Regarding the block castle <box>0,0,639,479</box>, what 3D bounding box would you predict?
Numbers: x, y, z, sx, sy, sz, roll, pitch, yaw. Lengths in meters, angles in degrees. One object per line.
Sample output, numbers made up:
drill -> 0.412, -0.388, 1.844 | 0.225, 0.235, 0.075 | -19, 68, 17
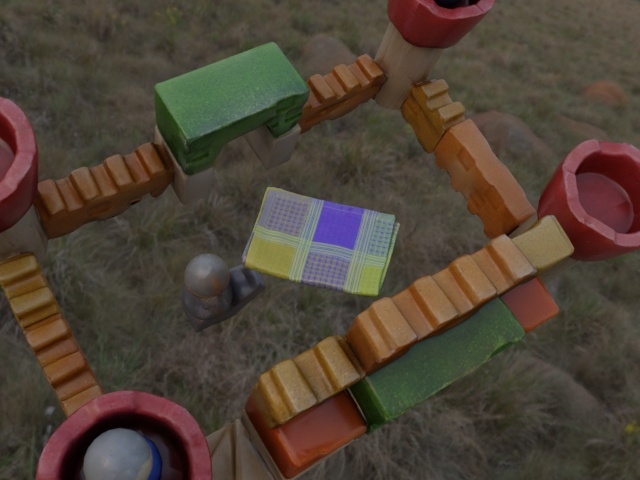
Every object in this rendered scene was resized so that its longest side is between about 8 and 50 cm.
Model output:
block castle -> -0.007, -0.022, 0.459 | 0.454, 0.213, 0.303 | -26, 75, -22

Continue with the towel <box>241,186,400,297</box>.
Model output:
towel -> 0.000, 0.000, 0.386 | 0.083, 0.009, 0.060 | 15, 57, 8
